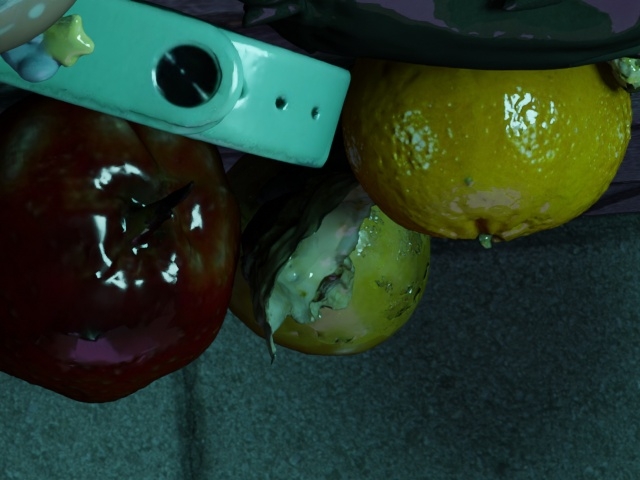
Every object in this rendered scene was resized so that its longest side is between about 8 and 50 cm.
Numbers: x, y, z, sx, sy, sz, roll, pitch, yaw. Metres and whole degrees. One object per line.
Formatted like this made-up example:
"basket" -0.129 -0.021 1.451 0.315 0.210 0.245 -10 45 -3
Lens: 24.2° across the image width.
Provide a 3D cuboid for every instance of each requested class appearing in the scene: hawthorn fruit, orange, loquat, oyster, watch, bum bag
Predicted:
"hawthorn fruit" -0.156 -0.008 1.137 0.254 0.254 0.300 -2 167 -36
"orange" 0.110 -0.076 0.997 0.193 0.161 0.193 -5 180 0
"loquat" 0.000 0.000 1.506 0.235 0.235 0.235 -5 176 0
"oyster" -0.017 0.008 1.191 0.161 0.107 0.233 -46 172 -4
"watch" -0.105 -0.091 0.744 0.237 0.068 0.195 17 -174 -4
"bum bag" 0.103 -0.135 0.775 0.326 0.079 0.142 0 171 -13

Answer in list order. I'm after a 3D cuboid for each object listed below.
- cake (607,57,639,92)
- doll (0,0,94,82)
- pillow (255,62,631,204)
"cake" 0.270 -0.146 0.952 0.185 0.080 0.116 -16 -174 12
"doll" -0.194 -0.097 0.585 0.287 0.151 0.151 -16 170 37
"pillow" 0.087 -0.089 1.259 0.228 0.101 0.326 -6 178 -19
